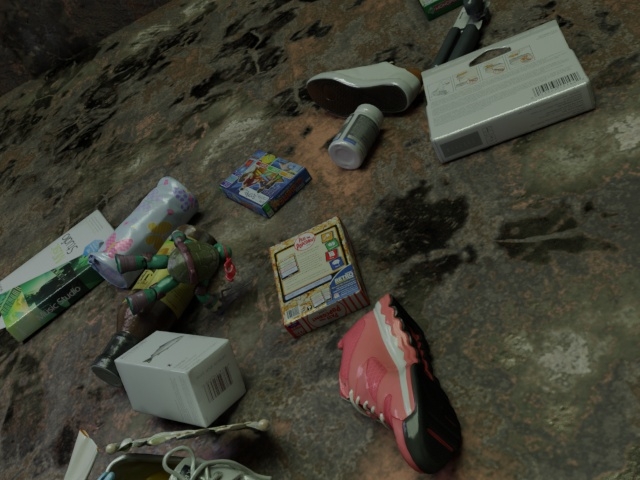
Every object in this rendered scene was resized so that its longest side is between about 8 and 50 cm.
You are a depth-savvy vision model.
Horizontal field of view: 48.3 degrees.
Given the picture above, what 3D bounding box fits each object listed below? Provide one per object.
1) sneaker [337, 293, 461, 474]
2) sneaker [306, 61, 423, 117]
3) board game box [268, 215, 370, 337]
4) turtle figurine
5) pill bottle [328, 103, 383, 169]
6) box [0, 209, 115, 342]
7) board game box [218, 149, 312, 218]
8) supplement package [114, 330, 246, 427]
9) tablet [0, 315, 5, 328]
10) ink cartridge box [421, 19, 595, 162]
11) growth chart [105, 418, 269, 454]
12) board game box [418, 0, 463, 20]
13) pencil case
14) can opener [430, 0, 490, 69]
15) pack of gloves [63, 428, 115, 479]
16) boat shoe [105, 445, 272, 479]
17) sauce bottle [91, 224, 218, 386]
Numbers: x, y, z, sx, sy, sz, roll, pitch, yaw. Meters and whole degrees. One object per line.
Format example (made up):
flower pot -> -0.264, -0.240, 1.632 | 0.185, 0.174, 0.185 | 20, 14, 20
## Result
sneaker -> 0.095, 0.213, 0.991 | 0.136, 0.116, 0.313 | -35, 28, 14
sneaker -> 0.107, -0.352, 1.644 | 0.290, 0.105, 0.123 | 12, 45, 35
board game box -> -0.007, 0.060, 1.259 | 0.147, 0.045, 0.193 | -25, 43, 10
turtle figurine -> -0.249, 0.049, 1.323 | 0.234, 0.118, 0.175 | -15, 68, -21
pill bottle -> 0.079, -0.223, 1.517 | 0.078, 0.078, 0.137 | 2, 48, 38
box -> -0.619, 0.075, 1.706 | 0.322, 0.058, 0.232 | -40, 36, -11
board game box -> -0.128, -0.130, 1.600 | 0.136, 0.035, 0.201 | -43, 37, -15
supplement package -> -0.232, 0.224, 1.179 | 0.179, 0.105, 0.105 | 0, 25, 37
tablet -> -0.743, 0.186, 1.716 | 0.083, 0.006, 0.054 | -20, 38, 17
ink cartridge box -> 0.355, -0.297, 1.406 | 0.296, 0.066, 0.261 | -19, 38, 18
growth chart -> -0.189, 0.281, 1.031 | 0.237, 0.172, 0.021 | -8, 77, -3
board game box -> 0.400, -0.702, 1.866 | 0.317, 0.046, 0.213 | -24, 37, 12
pencil case -> -0.395, -0.019, 1.604 | 0.124, 0.113, 0.273 | 11, 54, 46
can opener -> 0.315, -0.483, 1.629 | 0.076, 0.095, 0.283 | -2, 45, 37
pack of gloves -> -0.369, 0.420, 1.037 | 0.195, 0.046, 0.232 | 18, 90, 54
boat shoe -> -0.162, 0.345, 0.962 | 0.367, 0.156, 0.135 | 2, 48, 39
sauce bottle -> -0.318, 0.121, 1.383 | 0.111, 0.111, 0.344 | -2, 44, 35
